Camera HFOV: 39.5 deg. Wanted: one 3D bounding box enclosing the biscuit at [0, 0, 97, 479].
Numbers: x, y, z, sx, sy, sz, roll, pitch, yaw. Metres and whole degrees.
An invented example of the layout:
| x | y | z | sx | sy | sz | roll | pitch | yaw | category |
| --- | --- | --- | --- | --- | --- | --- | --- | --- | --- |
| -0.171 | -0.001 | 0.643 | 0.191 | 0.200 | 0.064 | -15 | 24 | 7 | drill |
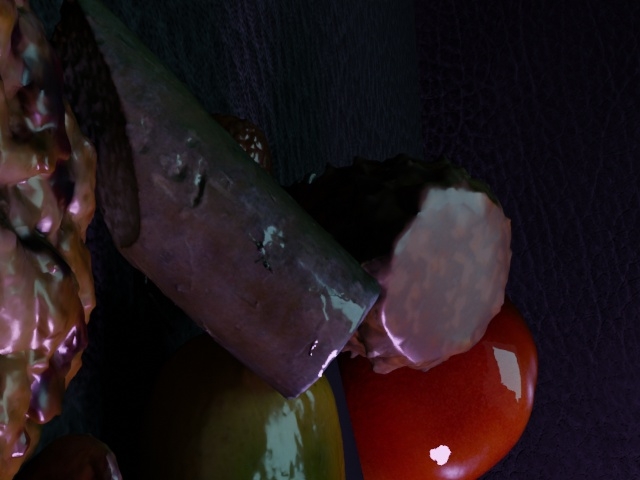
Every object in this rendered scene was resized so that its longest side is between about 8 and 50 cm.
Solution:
| x | y | z | sx | sy | sz | roll | pitch | yaw | category |
| --- | --- | --- | --- | --- | --- | --- | --- | --- | --- |
| -0.168 | -0.023 | 0.348 | 0.334 | 0.081 | 0.289 | 46 | 41 | -73 | biscuit |

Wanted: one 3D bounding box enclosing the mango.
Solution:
| x | y | z | sx | sy | sz | roll | pitch | yaw | category |
| --- | --- | --- | --- | --- | --- | --- | --- | --- | --- |
| -0.051 | 0.216 | 0.649 | 0.195 | 0.142 | 0.331 | -54 | 145 | -65 | mango |

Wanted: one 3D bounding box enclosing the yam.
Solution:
| x | y | z | sx | sy | sz | roll | pitch | yaw | category |
| --- | --- | --- | --- | --- | --- | --- | --- | --- | --- |
| -0.076 | -0.022 | 0.526 | 0.259 | 0.106 | 0.106 | 44 | 23 | -10 | yam |

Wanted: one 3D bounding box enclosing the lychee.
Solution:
| x | y | z | sx | sy | sz | roll | pitch | yaw | category |
| --- | --- | --- | --- | --- | --- | --- | --- | --- | --- |
| -0.095 | -0.032 | 0.654 | 0.114 | 0.140 | 0.101 | 42 | -17 | 44 | lychee |

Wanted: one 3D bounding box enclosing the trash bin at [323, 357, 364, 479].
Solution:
| x | y | z | sx | sy | sz | roll | pitch | yaw | category |
| --- | --- | --- | --- | --- | --- | --- | --- | --- | --- |
| -0.024 | 0.235 | 0.823 | 0.165 | 0.115 | 0.225 | -28 | 108 | -76 | trash bin |

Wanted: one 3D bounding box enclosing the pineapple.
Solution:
| x | y | z | sx | sy | sz | roll | pitch | yaw | category |
| --- | --- | --- | --- | --- | --- | --- | --- | --- | --- |
| 0.000 | 0.000 | 0.747 | 0.340 | 0.169 | 0.169 | 16 | -61 | 56 | pineapple |

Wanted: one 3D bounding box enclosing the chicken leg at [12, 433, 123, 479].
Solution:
| x | y | z | sx | sy | sz | roll | pitch | yaw | category |
| --- | --- | --- | --- | --- | --- | --- | --- | --- | --- |
| -0.026 | 0.275 | 0.496 | 0.182 | 0.295 | 0.409 | -128 | -163 | -78 | chicken leg |

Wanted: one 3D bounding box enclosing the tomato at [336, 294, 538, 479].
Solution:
| x | y | z | sx | sy | sz | roll | pitch | yaw | category |
| --- | --- | --- | --- | --- | --- | --- | --- | --- | --- |
| 0.090 | 0.135 | 0.993 | 0.226 | 0.299 | 0.298 | 48 | 27 | -21 | tomato |
